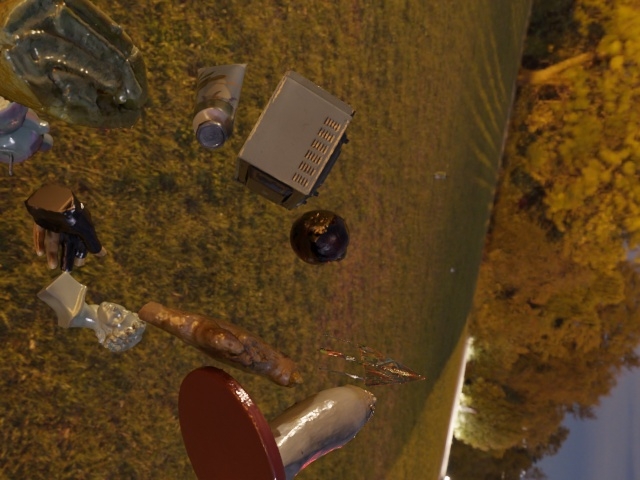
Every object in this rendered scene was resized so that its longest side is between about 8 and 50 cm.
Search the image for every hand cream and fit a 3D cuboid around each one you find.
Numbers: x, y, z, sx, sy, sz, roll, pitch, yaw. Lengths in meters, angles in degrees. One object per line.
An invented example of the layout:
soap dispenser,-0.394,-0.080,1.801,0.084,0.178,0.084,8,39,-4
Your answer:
hand cream,-0.166,-0.231,0.847,0.271,0.091,0.058,-96,178,-51

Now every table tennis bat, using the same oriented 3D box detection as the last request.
table tennis bat,-0.145,0.414,0.909,0.051,0.268,0.415,-18,94,-44

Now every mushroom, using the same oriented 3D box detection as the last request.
mushroom,-0.010,0.412,1.144,0.396,0.126,0.178,-22,138,-40

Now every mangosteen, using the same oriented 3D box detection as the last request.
mangosteen,0.000,0.000,1.291,0.152,0.152,0.153,8,90,-67

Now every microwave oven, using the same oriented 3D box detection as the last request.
microwave oven,-0.042,-0.137,0.810,0.163,0.129,0.205,-63,-173,-6

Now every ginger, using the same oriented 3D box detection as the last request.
ginger,-0.160,0.192,0.980,0.333,0.166,0.080,41,63,-39

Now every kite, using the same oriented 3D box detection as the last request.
kite,0.071,0.174,0.735,0.183,0.160,0.010,-72,177,-84

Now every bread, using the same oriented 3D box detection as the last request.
bread,-0.369,-0.268,0.797,0.257,0.124,0.186,23,88,-58

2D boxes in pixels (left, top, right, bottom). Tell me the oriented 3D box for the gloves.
gloves,-0.723,-0.024,1.525,0.152,0.197,0.301,-79,-177,-54

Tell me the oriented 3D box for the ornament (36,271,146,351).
ornament,-0.604,0.198,1.396,0.130,0.285,0.121,-38,-154,51

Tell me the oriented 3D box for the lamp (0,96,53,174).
lamp,-0.929,-0.327,1.545,0.301,0.247,0.248,136,-50,-64
